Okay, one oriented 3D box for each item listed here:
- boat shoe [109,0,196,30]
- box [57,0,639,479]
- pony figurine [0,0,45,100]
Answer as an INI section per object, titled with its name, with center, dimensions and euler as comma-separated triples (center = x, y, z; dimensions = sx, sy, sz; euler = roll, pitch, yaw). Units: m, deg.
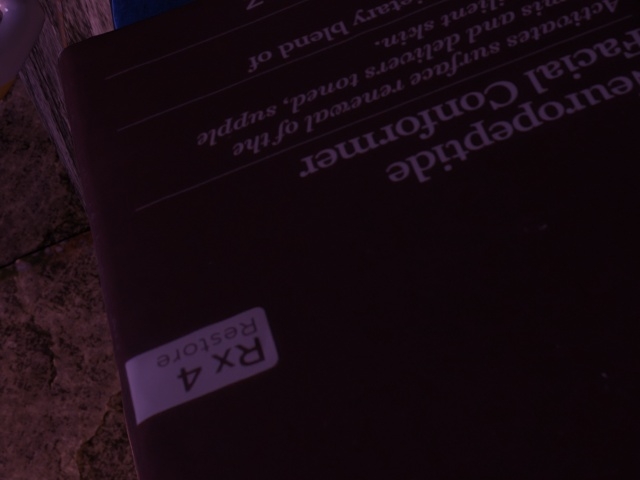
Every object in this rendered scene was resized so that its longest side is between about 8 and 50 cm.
[boat shoe]
center = -0.085, -0.088, 1.047
dimensions = 0.089, 0.109, 0.258
euler = 154, 94, -80
[box]
center = 0.054, 0.069, 0.406
dimensions = 0.143, 0.191, 0.381
euler = 67, -179, -47
[pony figurine]
center = -0.277, -0.241, 0.839
dimensions = 0.303, 0.363, 0.351
euler = 5, 156, 47
